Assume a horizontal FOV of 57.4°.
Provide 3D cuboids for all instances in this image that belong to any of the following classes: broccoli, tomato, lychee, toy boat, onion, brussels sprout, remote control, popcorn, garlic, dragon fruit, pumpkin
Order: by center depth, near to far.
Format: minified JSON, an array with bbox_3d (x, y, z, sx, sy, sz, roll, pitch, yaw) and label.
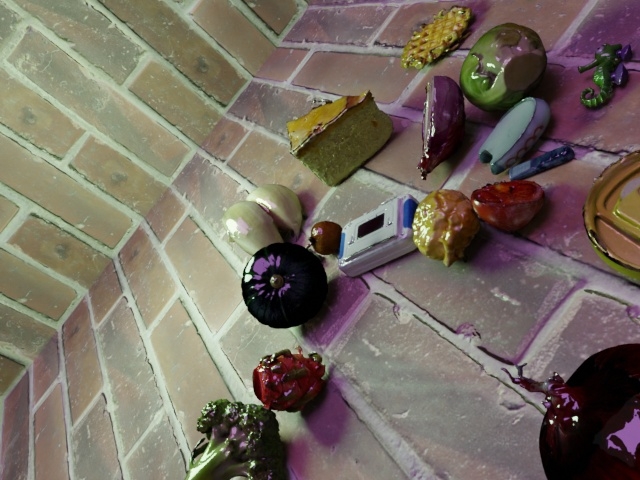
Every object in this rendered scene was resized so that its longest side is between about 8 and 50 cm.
[{"bbox_3d":[0.403,0.261,0.832,0.273,0.285,0.273,-58,-4,-6],"label":"onion"},{"bbox_3d":[0.414,-0.071,1.300,0.159,0.091,0.139,-9,25,-5],"label":"tomato"},{"bbox_3d":[0.512,-0.181,1.363,0.152,0.027,0.044,-24,44,41],"label":"remote control"},{"bbox_3d":[0.297,-0.030,1.376,0.180,0.170,0.180,-51,-8,-10],"label":"popcorn"},{"bbox_3d":[-0.204,0.545,1.427,0.254,0.186,0.302,7,55,9],"label":"broccoli"},{"bbox_3d":[0.486,-0.255,1.444,0.208,0.078,0.134,-53,21,18],"label":"toy boat"},{"bbox_3d":[-0.077,0.345,1.473,0.166,0.172,0.160,-116,31,-50],"label":"dragon fruit"},{"bbox_3d":[0.465,-0.437,1.494,0.244,0.244,0.244,-33,36,28],"label":"brussels sprout"},{"bbox_3d":[0.333,-0.298,1.605,0.227,0.120,0.284,57,-139,-81],"label":"onion"},{"bbox_3d":[-0.097,0.132,1.681,0.248,0.248,0.248,-33,36,28],"label":"pumpkin"},{"bbox_3d":[0.006,0.001,1.758,0.140,0.101,0.114,-46,-3,-18],"label":"lychee"},{"bbox_3d":[-0.202,-0.060,2.023,0.313,0.286,0.249,18,117,63],"label":"garlic"}]

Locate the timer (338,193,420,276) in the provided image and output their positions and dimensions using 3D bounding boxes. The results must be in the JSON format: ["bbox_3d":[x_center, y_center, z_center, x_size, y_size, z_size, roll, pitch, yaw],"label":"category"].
[{"bbox_3d":[0.156,-0.017,1.607,0.253,0.078,0.178,-28,38,34],"label":"timer"}]

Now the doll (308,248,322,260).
[{"bbox_3d":[-0.066,0.059,1.823,0.115,0.078,0.150,-18,14,-40],"label":"doll"}]

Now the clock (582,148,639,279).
[{"bbox_3d":[0.624,-0.044,1.037,0.277,0.071,0.293,-37,45,7],"label":"clock"}]

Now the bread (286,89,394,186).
[{"bbox_3d":[0.053,-0.372,1.945,0.315,0.248,0.279,-41,35,11],"label":"bread"}]

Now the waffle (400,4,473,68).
[{"bbox_3d":[0.389,-0.698,2.008,0.280,0.060,0.262,-47,32,7],"label":"waffle"}]

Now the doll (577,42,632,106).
[{"bbox_3d":[0.658,-0.391,1.366,0.115,0.050,0.190,-6,56,45],"label":"doll"}]
